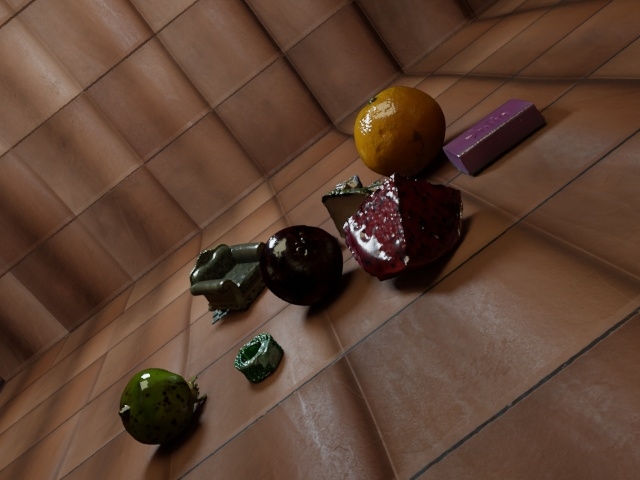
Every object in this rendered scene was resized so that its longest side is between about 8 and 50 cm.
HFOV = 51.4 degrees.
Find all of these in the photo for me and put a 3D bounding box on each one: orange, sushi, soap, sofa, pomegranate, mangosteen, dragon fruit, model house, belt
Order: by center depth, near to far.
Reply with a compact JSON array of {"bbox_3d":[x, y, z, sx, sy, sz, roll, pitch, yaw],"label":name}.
[{"bbox_3d":[0.181,-0.057,1.664,0.302,0.240,0.330,-27,14,-36],"label":"dragon fruit"},{"bbox_3d":[-0.166,0.296,1.719,0.121,0.079,0.151,-36,17,6],"label":"belt"},{"bbox_3d":[-0.413,0.414,1.734,0.198,0.198,0.246,-29,15,29],"label":"pomegranate"},{"bbox_3d":[-0.056,0.082,1.871,0.235,0.235,0.261,-48,-14,-31],"label":"mangosteen"},{"bbox_3d":[0.496,-0.303,1.923,0.259,0.081,0.181,-36,16,7],"label":"soap"},{"bbox_3d":[0.138,-0.125,2.083,0.182,0.167,0.172,-6,30,41],"label":"model house"},{"bbox_3d":[0.261,-0.354,2.190,0.312,0.312,0.312,-35,17,12],"label":"orange"},{"bbox_3d":[-0.304,0.107,2.286,0.200,0.182,0.258,-6,33,43],"label":"sofa"},{"bbox_3d":[-0.341,0.216,2.388,0.139,0.031,0.201,-37,16,4],"label":"sushi"}]

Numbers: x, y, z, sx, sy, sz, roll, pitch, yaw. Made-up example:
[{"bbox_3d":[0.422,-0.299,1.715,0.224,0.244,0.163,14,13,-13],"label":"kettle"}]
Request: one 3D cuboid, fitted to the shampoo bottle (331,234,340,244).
[{"bbox_3d":[0.000,0.000,2.187,0.072,0.072,0.214,-40,16,-7],"label":"shampoo bottle"}]
